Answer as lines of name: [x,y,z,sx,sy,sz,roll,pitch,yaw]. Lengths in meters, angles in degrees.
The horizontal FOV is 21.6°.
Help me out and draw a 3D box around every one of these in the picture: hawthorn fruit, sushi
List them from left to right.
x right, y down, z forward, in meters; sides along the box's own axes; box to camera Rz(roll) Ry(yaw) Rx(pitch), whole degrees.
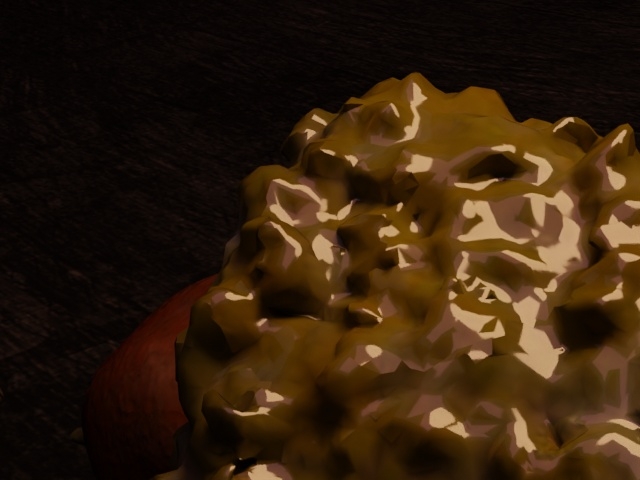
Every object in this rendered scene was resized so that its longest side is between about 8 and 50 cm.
hawthorn fruit: [-0.066,0.112,1.072,0.251,0.199,0.199,-6,19,32]
sushi: [0.066,0.174,0.582,0.240,0.396,0.351,15,66,22]

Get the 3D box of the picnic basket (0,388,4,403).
picnic basket: [-0.286,0.114,1.187,0.178,0.128,0.138,-9,17,47]

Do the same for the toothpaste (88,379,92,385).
toothpaste: [-0.151,0.126,1.262,0.017,0.020,0.083,-14,23,-27]
